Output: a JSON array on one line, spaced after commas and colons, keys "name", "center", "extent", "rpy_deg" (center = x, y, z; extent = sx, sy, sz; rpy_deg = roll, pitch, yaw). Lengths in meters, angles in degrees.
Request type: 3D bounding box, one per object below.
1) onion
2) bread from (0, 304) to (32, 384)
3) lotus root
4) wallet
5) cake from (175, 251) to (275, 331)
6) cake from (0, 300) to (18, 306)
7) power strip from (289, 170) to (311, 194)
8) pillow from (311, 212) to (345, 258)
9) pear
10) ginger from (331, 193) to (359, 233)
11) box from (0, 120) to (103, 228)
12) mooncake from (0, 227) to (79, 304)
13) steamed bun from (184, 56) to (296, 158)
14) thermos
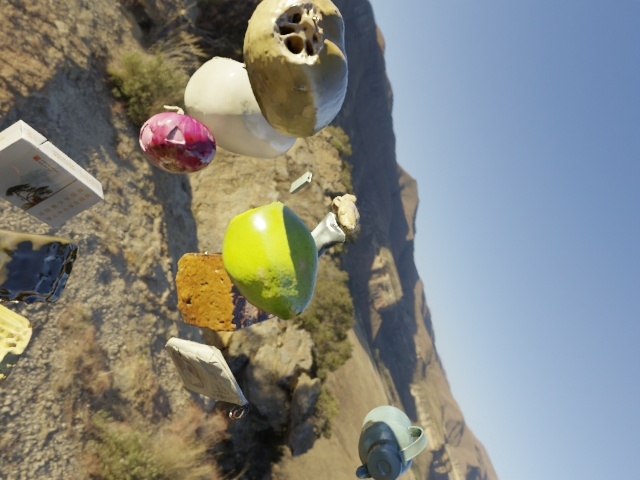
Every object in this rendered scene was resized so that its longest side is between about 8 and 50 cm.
[{"name": "onion", "center": [-0.341, -0.237, 1.066], "extent": [0.153, 0.177, 0.177], "rpy_deg": [-59, 156, -14]}, {"name": "bread", "center": [-0.358, 0.123, 0.368], "extent": [0.114, 0.132, 0.190], "rpy_deg": [50, 57, -35]}, {"name": "lotus root", "center": [-0.039, -0.253, 0.694], "extent": [0.343, 0.152, 0.169], "rpy_deg": [147, -60, -85]}, {"name": "wallet", "center": [-0.398, 0.453, 1.493], "extent": [0.068, 0.336, 0.274], "rpy_deg": [-38, 121, -46]}, {"name": "cake", "center": [-0.210, 0.117, 1.178], "extent": [0.293, 0.199, 0.196], "rpy_deg": [-7, 93, -56]}, {"name": "cake", "center": [-0.855, 0.152, 1.141], "extent": [0.055, 0.140, 0.051], "rpy_deg": [48, 28, -67]}, {"name": "power strip", "center": [-0.080, -0.221, 1.714], "extent": [0.019, 0.136, 0.050], "rpy_deg": [26, 54, -29]}, {"name": "pillow", "center": [-0.001, 0.000, 1.119], "extent": [0.091, 0.136, 0.055], "rpy_deg": [55, 19, 8]}, {"name": "pear", "center": [-0.093, 0.043, 0.838], "extent": [0.187, 0.188, 0.219], "rpy_deg": [-38, 111, -83]}, {"name": "ginger", "center": [0.075, -0.081, 1.233], "extent": [0.089, 0.075, 0.288], "rpy_deg": [52, 9, -11]}, {"name": "box", "center": [-0.631, -0.137, 0.984], "extent": [0.067, 0.150, 0.233], "rpy_deg": [59, 1, 33]}, {"name": "mooncake", "center": [-0.542, 0.038, 0.741], "extent": [0.228, 0.229, 0.124], "rpy_deg": [37, 64, -79]}, {"name": "steamed bun", "center": [-0.218, -0.345, 1.224], "extent": [0.324, 0.325, 0.206], "rpy_deg": [17, 95, -82]}, {"name": "thermos", "center": [0.184, 0.527, 1.135], "extent": [0.286, 0.182, 0.144], "rpy_deg": [40, 26, -79]}]
